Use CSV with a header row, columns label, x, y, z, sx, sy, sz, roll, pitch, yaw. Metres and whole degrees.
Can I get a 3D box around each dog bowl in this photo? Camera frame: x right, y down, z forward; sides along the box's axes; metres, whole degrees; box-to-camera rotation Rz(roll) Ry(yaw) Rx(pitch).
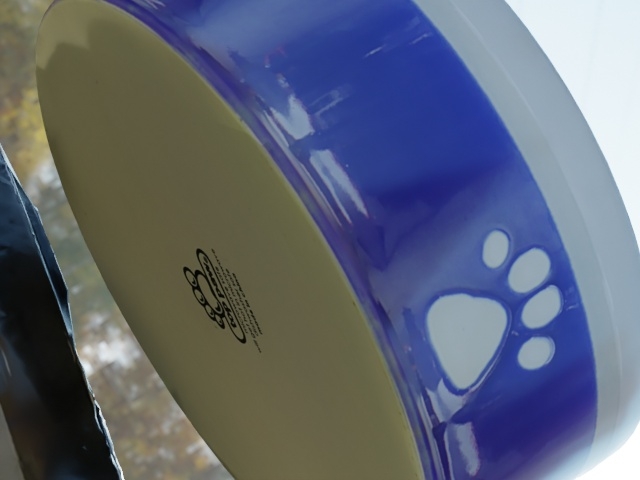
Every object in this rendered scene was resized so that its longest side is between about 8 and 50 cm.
label,x,y,z,sx,sy,sz,roll,pitch,yaw
dog bowl,0.000,0.000,0.620,0.265,0.104,0.265,46,-26,30

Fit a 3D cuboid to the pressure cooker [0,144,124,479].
label,x,y,z,sx,sy,sz,roll,pitch,yaw
pressure cooker,-0.307,0.159,0.797,0.375,0.420,0.370,97,-28,-66
